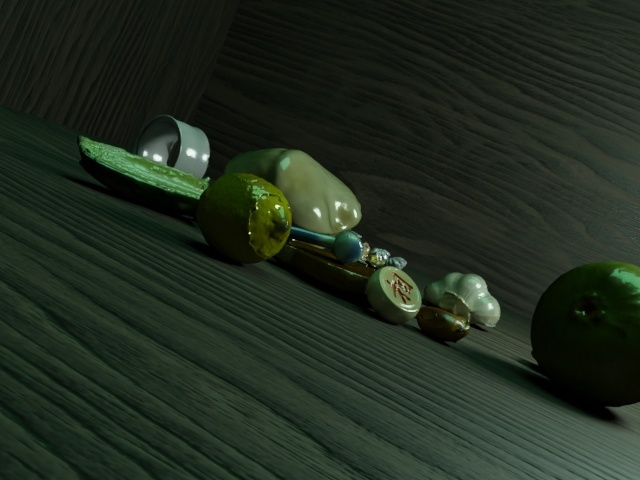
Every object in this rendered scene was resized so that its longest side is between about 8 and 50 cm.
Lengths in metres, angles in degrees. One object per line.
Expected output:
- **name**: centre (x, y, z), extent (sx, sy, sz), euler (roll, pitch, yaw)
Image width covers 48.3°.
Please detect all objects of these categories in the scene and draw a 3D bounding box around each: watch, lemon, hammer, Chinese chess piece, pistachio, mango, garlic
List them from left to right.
- **watch**: centre (-0.404, -0.213, 1.880), extent (0.248, 0.217, 0.211), euler (27, 5, 41)
- **lemon**: centre (-0.149, -0.045, 1.381), extent (0.193, 0.180, 0.180), euler (48, 14, 23)
- **pistachio**: centre (-0.080, -0.122, 2.071), extent (0.445, 0.281, 0.365), euler (11, 37, -36)
- **hammer**: centre (0.000, 0.000, 1.608), extent (0.194, 0.069, 0.116), euler (15, 5, -5)
- **Chinese chess piece**: centre (0.150, 0.111, 1.457), extent (0.122, 0.051, 0.122), euler (28, 39, -25)
- **mango**: centre (0.249, 0.175, 1.488), extent (0.127, 0.063, 0.077), euler (19, 5, 41)
- **garlic**: centre (0.423, 0.164, 2.098), extent (0.229, 0.142, 0.178), euler (15, 2, 24)

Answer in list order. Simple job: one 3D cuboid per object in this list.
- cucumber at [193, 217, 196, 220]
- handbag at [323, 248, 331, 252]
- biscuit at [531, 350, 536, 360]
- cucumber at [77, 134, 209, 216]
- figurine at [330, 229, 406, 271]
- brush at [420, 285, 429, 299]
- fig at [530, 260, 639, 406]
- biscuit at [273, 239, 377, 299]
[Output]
- **cucumber**: centre (-0.205, -0.055, 1.705), extent (0.081, 0.072, 0.303), euler (20, -7, -42)
- **handbag**: centre (-0.035, -0.032, 2.458), extent (0.254, 0.093, 0.308), euler (25, 4, 23)
- **biscuit**: centre (0.573, 0.306, 1.689), extent (0.170, 0.050, 0.170), euler (30, 7, -4)
- **cucumber**: centre (-0.415, -0.134, 1.648), extent (0.325, 0.105, 0.145), euler (21, 31, -27)
- **figurine**: centre (0.136, 0.069, 1.907), extent (0.240, 0.115, 0.175), euler (28, 1, -22)
- **brush**: centre (0.322, 0.163, 2.215), extent (0.060, 0.050, 0.321), euler (31, 9, 39)
- **fig**: centre (0.596, 0.207, 1.480), extent (0.316, 0.316, 0.316), euler (23, 4, -2)
- **biscuit**: centre (0.021, 0.068, 1.649), extent (0.314, 0.063, 0.367), euler (17, 5, -22)
